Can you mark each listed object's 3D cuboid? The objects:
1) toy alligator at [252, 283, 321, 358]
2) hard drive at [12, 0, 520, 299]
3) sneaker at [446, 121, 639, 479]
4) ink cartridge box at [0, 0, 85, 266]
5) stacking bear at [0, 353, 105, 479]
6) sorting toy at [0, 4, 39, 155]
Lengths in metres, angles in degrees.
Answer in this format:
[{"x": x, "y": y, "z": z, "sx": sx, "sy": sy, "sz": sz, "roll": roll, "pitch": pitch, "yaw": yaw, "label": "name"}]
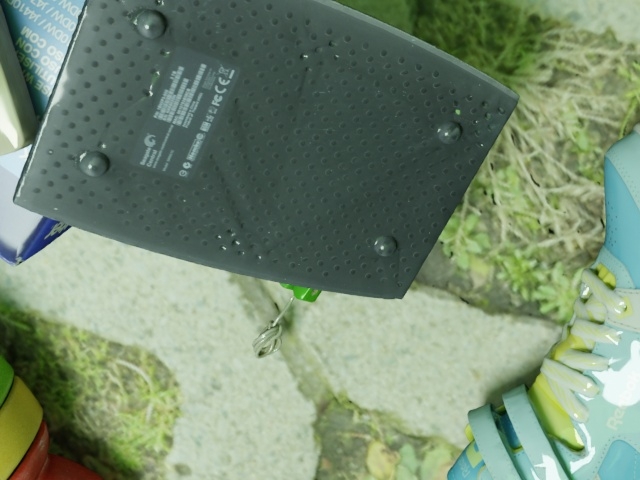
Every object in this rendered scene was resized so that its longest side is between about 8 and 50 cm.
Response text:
[{"x": 0.000, "y": 0.000, "z": 0.667, "sx": 0.189, "sy": 0.056, "sz": 0.051, "roll": -50, "pitch": 54, "yaw": 17, "label": "toy alligator"}, {"x": -0.028, "y": -0.063, "z": 0.541, "sx": 0.255, "sy": 0.054, "sz": 0.172, "roll": 15, "pitch": 116, "yaw": -28, "label": "hard drive"}, {"x": 0.176, "y": 0.089, "z": 0.635, "sx": 0.208, "sy": 0.127, "sz": 0.319, "roll": -11, "pitch": 103, "yaw": 7, "label": "sneaker"}, {"x": -0.202, "y": -0.177, "z": 0.587, "sx": 0.270, "sy": 0.151, "sz": 0.395, "roll": 36, "pitch": 107, "yaw": -5, "label": "ink cartridge box"}, {"x": -0.272, "y": 0.160, "z": 0.684, "sx": 0.289, "sy": 0.175, "sz": 0.164, "roll": 45, "pitch": 62, "yaw": -19, "label": "stacking bear"}, {"x": -0.315, "y": -0.140, "z": 0.483, "sx": 0.255, "sy": 0.089, "sz": 0.257, "roll": -11, "pitch": 106, "yaw": 11, "label": "sorting toy"}]
